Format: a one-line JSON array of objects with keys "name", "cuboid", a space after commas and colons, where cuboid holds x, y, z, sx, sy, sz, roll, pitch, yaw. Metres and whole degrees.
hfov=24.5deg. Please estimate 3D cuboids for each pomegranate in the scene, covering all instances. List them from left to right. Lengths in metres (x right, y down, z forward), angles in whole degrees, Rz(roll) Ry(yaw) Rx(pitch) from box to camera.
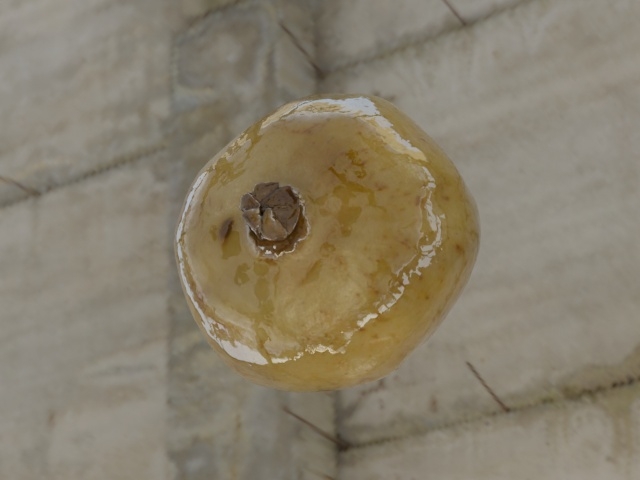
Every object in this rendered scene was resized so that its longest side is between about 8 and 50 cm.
[{"name": "pomegranate", "cuboid": [0.000, 0.000, 0.868, 0.196, 0.196, 0.196, -15, -120, 27]}]
